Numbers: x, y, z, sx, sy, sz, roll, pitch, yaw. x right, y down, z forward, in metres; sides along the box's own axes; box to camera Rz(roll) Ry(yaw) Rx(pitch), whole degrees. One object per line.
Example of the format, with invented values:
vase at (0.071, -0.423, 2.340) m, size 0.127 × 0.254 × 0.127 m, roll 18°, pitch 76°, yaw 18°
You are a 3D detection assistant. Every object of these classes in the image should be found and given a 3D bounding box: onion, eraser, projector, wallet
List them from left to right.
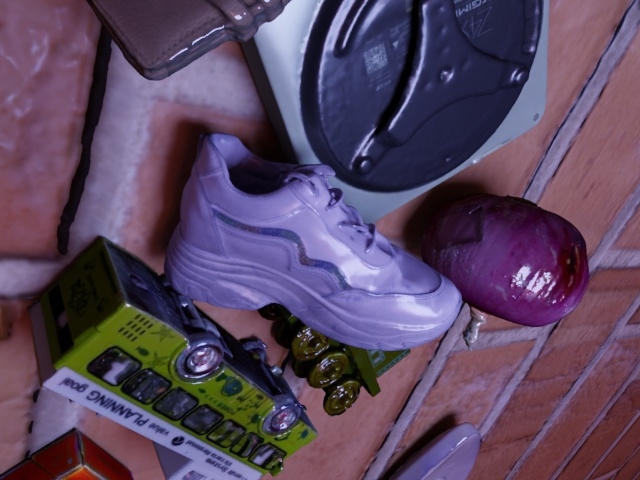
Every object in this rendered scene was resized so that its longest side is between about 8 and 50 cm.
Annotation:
wallet at (-0.065, -0.169, 0.331) m, size 0.153 × 0.118 × 0.038 m, roll -36°, pitch 168°, yaw -10°
projector at (0.079, -0.149, 0.470) m, size 0.257 × 0.079 × 0.259 m, roll -31°, pitch 135°, yaw -10°
eraser at (0.197, 0.398, 1.005) m, size 0.205 × 0.059 × 0.243 m, roll 4°, pitch 124°, yaw -37°
onion at (0.197, 0.023, 0.622) m, size 0.177 × 0.177 × 0.153 m, roll -9°, pitch 126°, yaw -30°

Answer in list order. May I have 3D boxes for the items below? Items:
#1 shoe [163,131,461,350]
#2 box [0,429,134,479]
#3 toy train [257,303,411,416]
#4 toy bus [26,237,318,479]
shoe at (0.000, 0.000, 0.452) m, size 0.245 × 0.095 × 0.137 m, roll 14°, pitch 129°, yaw 0°
box at (-0.287, 0.275, 0.567) m, size 0.175 × 0.048 × 0.112 m, roll -31°, pitch 134°, yaw -11°
toy train at (0.024, 0.092, 0.618) m, size 0.137 × 0.090 × 0.225 m, roll -35°, pitch 137°, yaw -12°
toy bus at (-0.128, 0.134, 0.531) m, size 0.139 × 0.113 × 0.301 m, roll -40°, pitch 134°, yaw -2°
